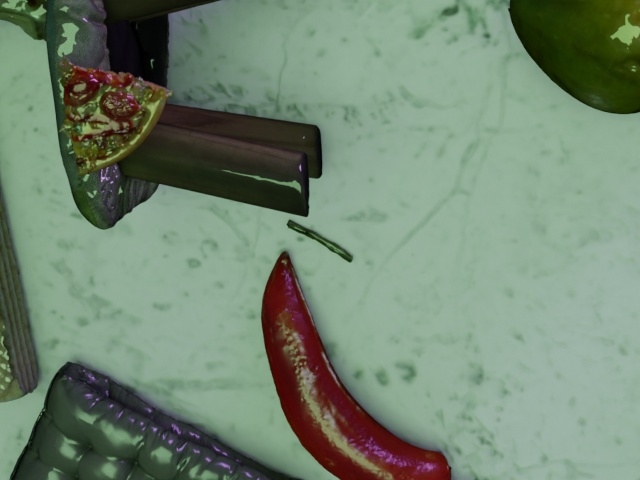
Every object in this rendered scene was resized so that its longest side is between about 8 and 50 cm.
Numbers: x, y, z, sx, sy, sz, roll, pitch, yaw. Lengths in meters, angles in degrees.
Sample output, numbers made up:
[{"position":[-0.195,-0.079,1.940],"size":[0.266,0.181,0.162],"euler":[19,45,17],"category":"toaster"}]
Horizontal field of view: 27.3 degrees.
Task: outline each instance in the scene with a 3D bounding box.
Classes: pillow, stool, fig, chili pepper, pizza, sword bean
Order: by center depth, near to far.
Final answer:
[{"position":[-0.187,-0.099,1.126],"size":[0.100,0.029,0.099],"euler":[18,100,-5],"category":"pizza"},{"position":[0.273,-0.215,1.267],"size":[0.191,0.181,0.181],"euler":[20,104,28],"category":"fig"},{"position":[-0.121,-0.180,1.279],"size":[0.226,0.310,0.310],"euler":[-3,102,3],"category":"stool"},{"position":[0.042,0.189,1.430],"size":[0.137,0.092,0.368],"euler":[-44,94,3],"category":"chili pepper"},{"position":[0.000,0.000,1.437],"size":[0.083,0.012,0.012],"euler":[29,104,4],"category":"sword bean"},{"position":[-0.195,0.308,1.487],"size":[0.326,0.101,0.228],"euler":[26,101,2],"category":"pillow"}]

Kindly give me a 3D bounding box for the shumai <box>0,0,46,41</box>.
[{"position":[-0.374,-0.274,1.354],"size":[0.261,0.225,0.222],"euler":[-21,114,34],"category":"shumai"}]

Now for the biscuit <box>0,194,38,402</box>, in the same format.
[{"position":[-0.425,-0.023,1.468],"size":[0.144,0.078,0.425],"euler":[-7,99,11],"category":"biscuit"}]
